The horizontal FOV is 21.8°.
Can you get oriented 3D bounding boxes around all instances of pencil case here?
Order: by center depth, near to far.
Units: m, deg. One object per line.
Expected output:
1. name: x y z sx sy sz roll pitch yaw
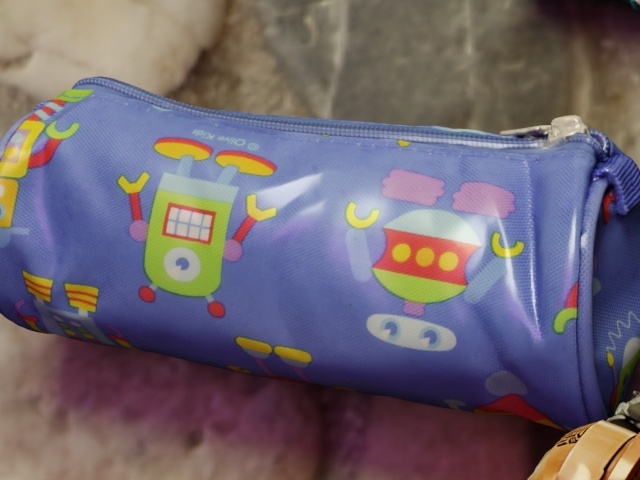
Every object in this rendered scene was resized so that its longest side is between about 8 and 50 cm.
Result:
1. pencil case: 0.000 0.000 0.729 0.306 0.119 0.133 8 101 23

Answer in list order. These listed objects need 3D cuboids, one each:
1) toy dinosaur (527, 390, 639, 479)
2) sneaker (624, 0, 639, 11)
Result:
1. toy dinosaur: 0.110 0.122 0.588 0.322 0.218 0.164 -17 42 -28
2. sneaker: 0.187 -0.083 0.699 0.275 0.107 0.110 30 96 26
